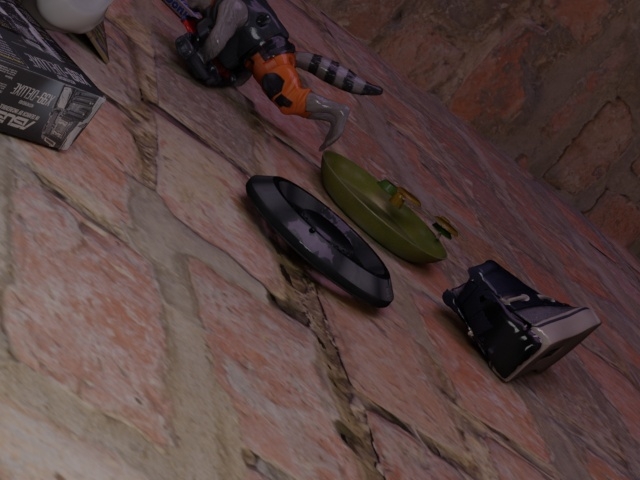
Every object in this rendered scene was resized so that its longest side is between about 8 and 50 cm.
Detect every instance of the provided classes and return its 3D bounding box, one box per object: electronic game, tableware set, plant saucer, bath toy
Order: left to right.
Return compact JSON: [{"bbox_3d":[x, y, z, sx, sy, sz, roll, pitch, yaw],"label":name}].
[{"bbox_3d":[-0.357,-0.398,1.859,0.151,0.129,0.348,-38,109,-46],"label":"bath toy"},{"bbox_3d":[0.000,0.000,1.947,0.229,0.048,0.229,39,11,-9],"label":"electronic game"},{"bbox_3d":[0.085,-0.041,2.363,0.241,0.037,0.241,39,12,-10],"label":"plant saucer"},{"bbox_3d":[0.151,-0.042,2.428,0.154,0.024,0.104,27,15,-44],"label":"tableware set"}]

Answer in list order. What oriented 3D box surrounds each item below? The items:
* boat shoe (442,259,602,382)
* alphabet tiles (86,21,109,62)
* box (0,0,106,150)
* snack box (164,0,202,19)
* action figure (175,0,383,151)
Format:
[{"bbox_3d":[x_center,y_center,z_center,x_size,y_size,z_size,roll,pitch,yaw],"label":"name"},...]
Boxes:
[{"bbox_3d":[0.285,0.098,2.253,0.158,0.127,0.340,52,16,14],"label":"boat shoe"},{"bbox_3d":[-0.343,-0.354,2.067,0.237,0.009,0.198,57,5,-25],"label":"alphabet tiles"},{"bbox_3d":[-0.377,-0.214,1.519,0.242,0.076,0.307,47,14,26],"label":"box"},{"bbox_3d":[-0.214,-0.375,2.663,0.178,0.022,0.064,45,15,19],"label":"snack box"},{"bbox_3d":[-0.077,-0.285,2.423,0.330,0.178,0.341,46,12,-3],"label":"action figure"}]
